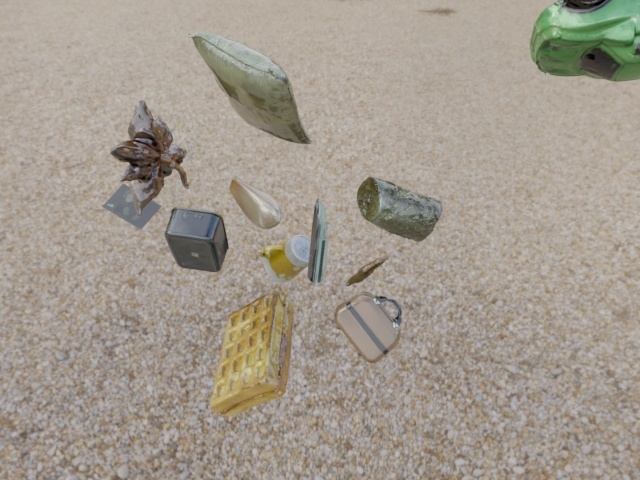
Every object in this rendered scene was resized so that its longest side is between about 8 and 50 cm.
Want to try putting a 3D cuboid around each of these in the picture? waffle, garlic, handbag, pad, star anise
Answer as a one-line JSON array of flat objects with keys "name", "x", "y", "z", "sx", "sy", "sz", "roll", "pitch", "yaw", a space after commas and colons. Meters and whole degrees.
[{"name": "waffle", "x": -0.183, "y": 0.307, "z": 1.201, "sx": 0.224, "sy": 0.098, "sz": 0.328, "roll": -32, "pitch": 32, "yaw": 22}, {"name": "garlic", "x": -0.256, "y": -0.146, "z": 1.724, "sx": 0.318, "sy": 0.143, "sz": 0.112, "roll": 34, "pitch": 50, "yaw": 24}, {"name": "handbag", "x": 0.238, "y": 0.368, "z": 1.960, "sx": 0.283, "sy": 0.149, "sz": 0.302, "roll": -38, "pitch": 86, "yaw": 8}, {"name": "pad", "x": -0.749, "y": -0.136, "z": 1.718, "sx": 0.190, "sy": 0.004, "sz": 0.127, "roll": 30, "pitch": 67, "yaw": 5}, {"name": "star anise", "x": -0.478, "y": -0.234, "z": 1.262, "sx": 0.109, "sy": 0.350, "sz": 0.292, "roll": 20, "pitch": 48, "yaw": 18}]

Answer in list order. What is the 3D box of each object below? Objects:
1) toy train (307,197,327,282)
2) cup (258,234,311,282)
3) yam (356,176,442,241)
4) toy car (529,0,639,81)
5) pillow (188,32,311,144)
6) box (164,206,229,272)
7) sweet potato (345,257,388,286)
[{"name": "toy train", "x": -0.001, "y": 0.000, "z": 1.275, "sx": 0.048, "sy": 0.252, "sz": 0.055, "roll": 1, "pitch": 17, "yaw": -19}, {"name": "cup", "x": -0.163, "y": 0.074, "z": 2.043, "sx": 0.241, "sy": 0.226, "sz": 0.185, "roll": 20, "pitch": 54, "yaw": -34}, {"name": "yam", "x": 0.166, "y": -0.063, "z": 0.910, "sx": 0.183, "sy": 0.107, "sz": 0.107, "roll": 19, "pitch": 33, "yaw": -22}, {"name": "toy car", "x": 0.579, "y": -0.377, "z": 0.771, "sx": 0.358, "sy": 0.177, "sz": 0.213, "roll": -8, "pitch": -7, "yaw": 17}, {"name": "pillow", "x": -0.115, "y": -0.269, "z": 0.807, "sx": 0.185, "sy": 0.302, "sz": 0.075, "roll": 29, "pitch": 86, "yaw": 10}, {"name": "box", "x": -0.342, "y": 0.005, "z": 1.203, "sx": 0.144, "sy": 0.201, "sz": 0.090, "roll": 9, "pitch": 58, "yaw": -1}, {"name": "sweet potato", "x": 0.232, "y": 0.156, "z": 2.190, "sx": 0.067, "sy": 0.274, "sz": 0.067, "roll": 36, "pitch": 32, "yaw": -27}]
